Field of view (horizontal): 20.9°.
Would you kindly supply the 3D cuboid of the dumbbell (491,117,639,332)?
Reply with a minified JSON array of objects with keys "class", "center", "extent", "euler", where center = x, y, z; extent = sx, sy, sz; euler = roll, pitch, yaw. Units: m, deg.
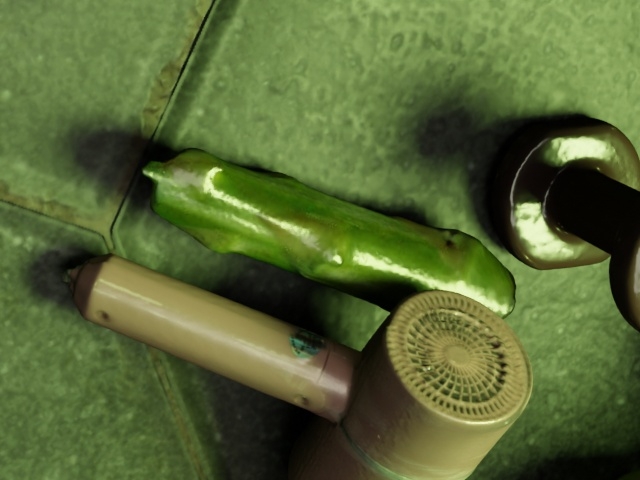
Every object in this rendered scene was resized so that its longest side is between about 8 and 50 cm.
[{"class":"dumbbell","center":[0.240,-0.012,1.357],"extent":[0.140,0.225,0.124],"euler":[-8,110,-24]}]

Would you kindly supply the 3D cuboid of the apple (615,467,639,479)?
[{"class":"apple","center":[0.349,0.355,1.491],"extent":[0.357,0.357,0.357],"euler":[-9,113,-22]}]

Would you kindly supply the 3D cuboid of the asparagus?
[{"class":"asparagus","center":[0.001,-0.002,1.336],"extent":[0.343,0.085,0.082],"euler":[18,98,-28]}]

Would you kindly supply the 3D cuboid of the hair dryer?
[{"class":"hair dryer","center":[-0.040,0.101,1.333],"extent":[0.353,0.125,0.210],"euler":[24,135,-9]}]
